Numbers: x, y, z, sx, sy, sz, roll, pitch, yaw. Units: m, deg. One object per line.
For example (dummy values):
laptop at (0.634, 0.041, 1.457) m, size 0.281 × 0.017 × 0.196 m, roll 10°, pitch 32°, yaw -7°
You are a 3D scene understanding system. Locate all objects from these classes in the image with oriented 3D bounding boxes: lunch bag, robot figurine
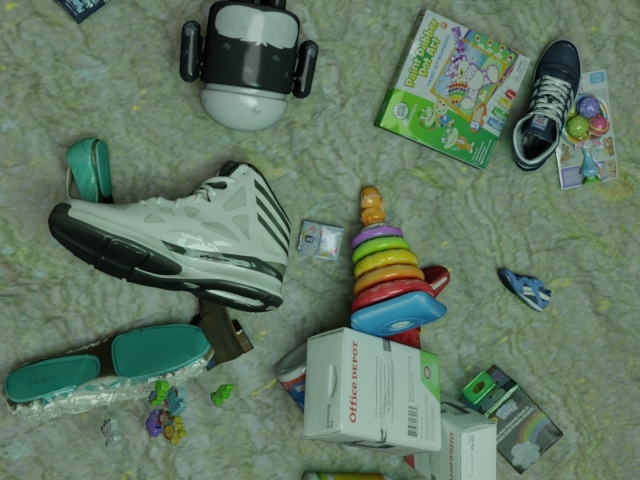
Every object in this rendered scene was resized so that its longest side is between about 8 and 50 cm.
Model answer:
lunch bag at (0.000, 0.000, 1.718) m, size 0.083 × 0.053 × 0.071 m, roll 12°, pitch 96°, yaw -4°
robot figurine at (-0.131, -0.341, 1.573) m, size 0.209 × 0.174 × 0.278 m, roll 11°, pitch 98°, yaw 22°

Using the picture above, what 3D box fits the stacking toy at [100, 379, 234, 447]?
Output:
stacking toy at (-0.294, 0.324, 1.627) m, size 0.167 × 0.052 × 0.221 m, roll 10°, pitch 136°, yaw -45°

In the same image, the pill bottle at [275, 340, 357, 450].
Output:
pill bottle at (0.018, 0.319, 1.739) m, size 0.124 × 0.124 × 0.221 m, roll -37°, pitch 104°, yaw -4°

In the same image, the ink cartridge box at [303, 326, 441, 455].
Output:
ink cartridge box at (0.104, 0.299, 1.657) m, size 0.273 × 0.115 × 0.198 m, roll 21°, pitch 61°, yaw -37°

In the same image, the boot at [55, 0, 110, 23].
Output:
boot at (-0.467, -0.485, 1.526) m, size 0.086 × 0.069 × 0.190 m, roll -42°, pitch 107°, yaw -5°

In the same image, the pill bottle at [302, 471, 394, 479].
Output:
pill bottle at (0.087, 0.559, 1.788) m, size 0.246 × 0.136 × 0.136 m, roll 5°, pitch 99°, yaw -13°

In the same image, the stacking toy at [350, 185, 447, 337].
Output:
stacking toy at (0.121, 0.028, 1.677) m, size 0.166 × 0.175 × 0.301 m, roll -20°, pitch 67°, yaw 19°

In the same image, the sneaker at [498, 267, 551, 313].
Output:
sneaker at (0.439, 0.096, 1.826) m, size 0.144 × 0.053 × 0.059 m, roll 39°, pitch 91°, yaw -24°

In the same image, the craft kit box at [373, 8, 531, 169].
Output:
craft kit box at (0.267, -0.302, 1.721) m, size 0.247 × 0.061 × 0.249 m, roll 20°, pitch 95°, yaw -12°

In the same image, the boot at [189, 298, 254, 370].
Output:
boot at (-0.229, 0.156, 1.681) m, size 0.106 × 0.082 × 0.219 m, roll -34°, pitch 106°, yaw -7°

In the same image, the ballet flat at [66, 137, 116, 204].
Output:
ballet flat at (-0.430, -0.070, 1.611) m, size 0.087 × 0.083 × 0.247 m, roll -6°, pitch 102°, yaw 14°

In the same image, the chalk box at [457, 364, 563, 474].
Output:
chalk box at (0.385, 0.366, 1.821) m, size 0.132 × 0.132 × 0.213 m, roll -43°, pitch 104°, yaw -1°

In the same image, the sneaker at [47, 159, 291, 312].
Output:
sneaker at (-0.261, -0.045, 1.589) m, size 0.448 × 0.169 × 0.257 m, roll 20°, pitch 64°, yaw -21°

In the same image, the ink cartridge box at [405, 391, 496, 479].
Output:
ink cartridge box at (0.264, 0.418, 1.754) m, size 0.092 × 0.218 × 0.158 m, roll -6°, pitch 101°, yaw -23°

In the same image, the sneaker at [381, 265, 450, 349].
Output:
sneaker at (0.198, 0.156, 1.781) m, size 0.221 × 0.087 × 0.128 m, roll -35°, pitch 114°, yaw 8°

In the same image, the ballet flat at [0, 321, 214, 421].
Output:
ballet flat at (-0.403, 0.262, 1.649) m, size 0.409 × 0.147 × 0.146 m, roll -12°, pitch 102°, yaw -4°

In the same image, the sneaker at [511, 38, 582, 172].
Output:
sneaker at (0.455, -0.272, 1.703) m, size 0.099 × 0.153 × 0.282 m, roll 18°, pitch 98°, yaw 14°

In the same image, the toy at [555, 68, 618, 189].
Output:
toy at (0.563, -0.233, 1.792) m, size 0.137 × 0.056 × 0.237 m, roll -12°, pitch 102°, yaw -10°
